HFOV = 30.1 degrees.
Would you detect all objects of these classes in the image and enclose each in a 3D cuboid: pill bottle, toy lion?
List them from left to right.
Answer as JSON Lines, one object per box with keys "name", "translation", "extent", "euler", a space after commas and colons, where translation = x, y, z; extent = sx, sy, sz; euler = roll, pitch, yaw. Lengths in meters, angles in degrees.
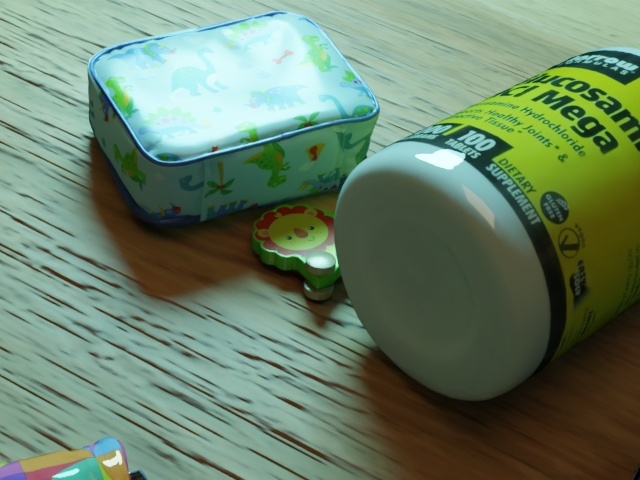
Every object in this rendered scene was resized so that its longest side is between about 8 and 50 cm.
{"name": "toy lion", "translation": [0.000, 0.000, 0.938], "extent": [0.100, 0.034, 0.096], "euler": [-19, 43, -27]}
{"name": "pill bottle", "translation": [0.188, -0.034, 0.890], "extent": [0.334, 0.188, 0.188], "euler": [-28, 55, -33]}

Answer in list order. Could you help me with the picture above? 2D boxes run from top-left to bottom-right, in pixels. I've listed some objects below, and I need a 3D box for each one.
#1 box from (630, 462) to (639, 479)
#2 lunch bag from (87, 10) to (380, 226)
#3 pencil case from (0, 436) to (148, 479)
{"name": "box", "translation": [0.311, 0.121, 0.780], "extent": [0.207, 0.153, 0.108], "euler": [-31, 58, -33]}
{"name": "lunch bag", "translation": [-0.075, -0.107, 0.988], "extent": [0.219, 0.090, 0.176], "euler": [-17, 51, -25]}
{"name": "pencil case", "translation": [-0.206, 0.181, 0.666], "extent": [0.236, 0.104, 0.104], "euler": [-11, 48, -19]}
